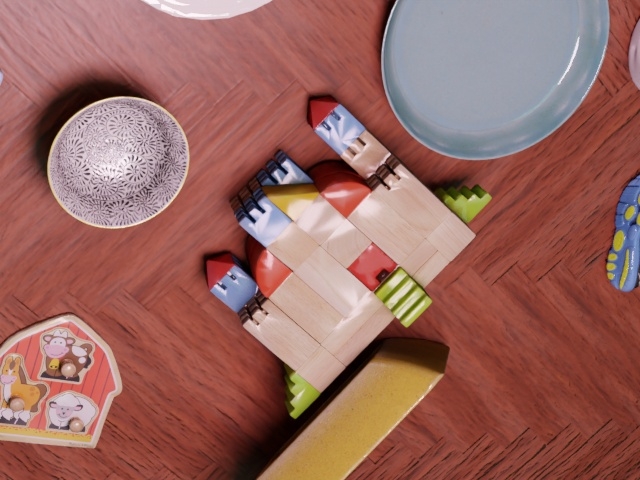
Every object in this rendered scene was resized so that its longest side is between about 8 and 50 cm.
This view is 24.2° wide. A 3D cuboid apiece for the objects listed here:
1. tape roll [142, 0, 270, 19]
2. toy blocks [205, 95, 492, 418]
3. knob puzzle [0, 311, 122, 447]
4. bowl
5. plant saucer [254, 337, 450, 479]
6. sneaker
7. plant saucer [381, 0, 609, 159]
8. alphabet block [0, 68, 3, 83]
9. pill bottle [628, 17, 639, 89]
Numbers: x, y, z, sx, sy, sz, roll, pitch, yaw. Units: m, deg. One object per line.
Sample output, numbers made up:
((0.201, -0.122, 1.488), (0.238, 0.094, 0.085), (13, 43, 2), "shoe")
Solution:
((-0.133, -0.396, 1.679), (0.286, 0.100, 0.286), (-9, 119, -17), "tape roll")
((0.000, 0.000, 1.905), (0.261, 0.191, 0.381), (42, 96, -20), "toy blocks")
((-0.347, 0.184, 1.933), (0.213, 0.030, 0.213), (-8, 118, -16), "knob puzzle")
((-0.249, -0.107, 1.792), (0.170, 0.080, 0.170), (-9, 119, -16), "bowl")
((0.027, 0.252, 1.983), (0.081, 0.333, 0.332), (43, 96, 3), "plant saucer")
((0.462, -0.018, 2.125), (0.078, 0.067, 0.188), (-8, 118, -41), "sneaker")
((0.220, -0.257, 1.916), (0.318, 0.043, 0.317), (-8, 117, -17), "plant saucer")
((-0.477, -0.169, 1.607), (0.193, 0.197, 0.192), (23, 106, -28), "alphabet block")
((0.548, -0.237, 1.992), (0.246, 0.136, 0.136), (10, 111, -25), "pill bottle")
